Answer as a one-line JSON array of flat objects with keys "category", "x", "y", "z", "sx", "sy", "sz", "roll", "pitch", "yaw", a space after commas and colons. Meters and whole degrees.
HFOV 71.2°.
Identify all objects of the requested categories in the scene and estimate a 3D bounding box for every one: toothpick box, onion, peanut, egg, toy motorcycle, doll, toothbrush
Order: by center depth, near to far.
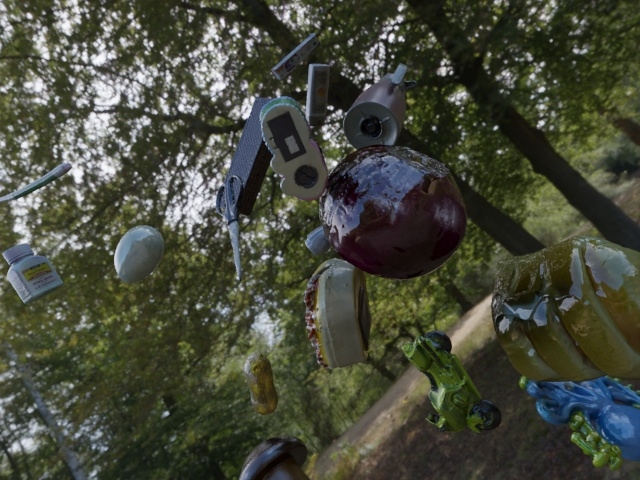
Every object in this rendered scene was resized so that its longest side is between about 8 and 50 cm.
[{"category": "toothbrush", "x": -0.473, "y": -0.077, "z": 0.711, "sx": 0.256, "sy": 0.024, "sz": 0.018, "roll": -17, "pitch": 20, "yaw": 29}, {"category": "onion", "x": 0.173, "y": -0.046, "z": 0.962, "sx": 0.336, "sy": 0.260, "sz": 0.282, "roll": 22, "pitch": -69, "yaw": -27}, {"category": "toothpick box", "x": -0.061, "y": 0.605, "z": 1.042, "sx": 0.192, "sy": 0.294, "sz": 0.192, "roll": -29, "pitch": -40, "yaw": -27}, {"category": "doll", "x": 0.668, "y": 0.423, "z": 1.088, "sx": 0.345, "sy": 0.341, "sz": 0.099, "roll": -6, "pitch": -63, "yaw": -33}, {"category": "peanut", "x": -0.182, "y": 0.435, "z": 1.364, "sx": 0.087, "sy": 0.207, "sz": 0.087, "roll": -9, "pitch": 14, "yaw": 2}, {"category": "toy motorcycle", "x": 0.378, "y": 0.447, "z": 1.373, "sx": 0.206, "sy": 0.343, "sz": 0.142, "roll": -35, "pitch": -9, "yaw": 12}, {"category": "egg", "x": -0.635, "y": 0.049, "z": 1.566, "sx": 0.209, "sy": 0.151, "sz": 0.151, "roll": -67, "pitch": -17, "yaw": -3}]

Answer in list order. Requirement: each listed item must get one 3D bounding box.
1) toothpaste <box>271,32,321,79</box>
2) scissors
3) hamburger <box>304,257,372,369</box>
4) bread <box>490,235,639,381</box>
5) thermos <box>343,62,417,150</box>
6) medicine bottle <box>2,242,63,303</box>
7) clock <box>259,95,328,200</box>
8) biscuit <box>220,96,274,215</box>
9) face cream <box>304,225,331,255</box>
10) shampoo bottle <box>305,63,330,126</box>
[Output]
[{"category": "toothpaste", "x": -0.085, "y": -0.643, "z": 1.561, "sx": 0.196, "sy": 0.040, "sz": 0.047, "roll": -43, "pitch": -42, "yaw": -4}, {"category": "scissors", "x": -0.215, "y": -0.032, "z": 1.114, "sx": 0.109, "sy": 0.300, "sz": 0.022, "roll": -35, "pitch": -35, "yaw": 31}, {"category": "hamburger", "x": 0.047, "y": 0.190, "z": 1.171, "sx": 0.227, "sy": 0.151, "sz": 0.296, "roll": -61, "pitch": -38, "yaw": -58}, {"category": "bread", "x": 0.520, "y": 0.146, "z": 0.932, "sx": 0.210, "sy": 0.301, "sz": 0.341, "roll": 2, "pitch": -14, "yaw": -24}, {"category": "thermos", "x": 0.173, "y": -0.371, "z": 1.208, "sx": 0.176, "sy": 0.145, "sz": 0.265, "roll": -58, "pitch": 3, "yaw": 47}, {"category": "medicine bottle", "x": -0.627, "y": 0.068, "z": 0.968, "sx": 0.054, "sy": 0.118, "sz": 0.074, "roll": -28, "pitch": 4, "yaw": 33}, {"category": "clock", "x": -0.052, "y": -0.185, "z": 0.884, "sx": 0.100, "sy": 0.194, "sz": 0.195, "roll": -22, "pitch": 17, "yaw": 3}, {"category": "biscuit", "x": -0.219, "y": -0.269, "z": 1.450, "sx": 0.073, "sy": 0.107, "sz": 0.389, "roll": 19, "pitch": -87, "yaw": -53}, {"category": "face cream", "x": 0.000, "y": 0.000, "z": 1.580, "sx": 0.095, "sy": 0.091, "sz": 0.091, "roll": -43, "pitch": -17, "yaw": 7}, {"category": "shampoo bottle", "x": -0.012, "y": -0.563, "z": 1.739, "sx": 0.086, "sy": 0.055, "sz": 0.228, "roll": -13, "pitch": -59, "yaw": -34}]
